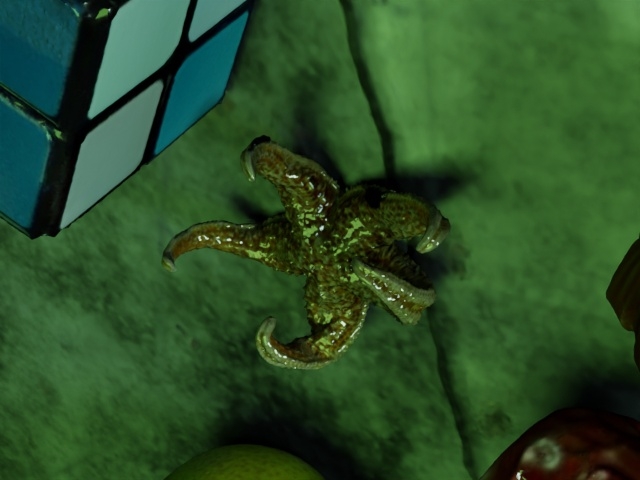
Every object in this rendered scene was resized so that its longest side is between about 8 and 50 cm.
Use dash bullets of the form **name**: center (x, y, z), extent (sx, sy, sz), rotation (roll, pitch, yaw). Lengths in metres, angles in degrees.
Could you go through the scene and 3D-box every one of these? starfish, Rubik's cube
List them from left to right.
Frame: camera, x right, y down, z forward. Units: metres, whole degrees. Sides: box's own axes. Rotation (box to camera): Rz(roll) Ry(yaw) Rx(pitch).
- **Rubik's cube**: center (-0.147, -0.140, 0.766), extent (0.183, 0.180, 0.167), rotation (34, 136, 8)
- **starfish**: center (0.000, 0.000, 0.841), extent (0.146, 0.074, 0.190), rotation (51, 137, -10)

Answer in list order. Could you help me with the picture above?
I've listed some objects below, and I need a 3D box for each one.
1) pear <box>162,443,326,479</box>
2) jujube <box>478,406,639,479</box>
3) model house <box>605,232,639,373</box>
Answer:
- **pear**: center (-0.037, 0.236, 0.979), extent (0.216, 0.166, 0.180), rotation (17, 118, 44)
- **jujube**: center (0.194, 0.190, 0.798), extent (0.230, 0.155, 0.155), rotation (37, 137, 19)
- **model house**: center (0.226, 0.043, 0.629), extent (0.220, 0.199, 0.229), rotation (-23, 111, 32)
